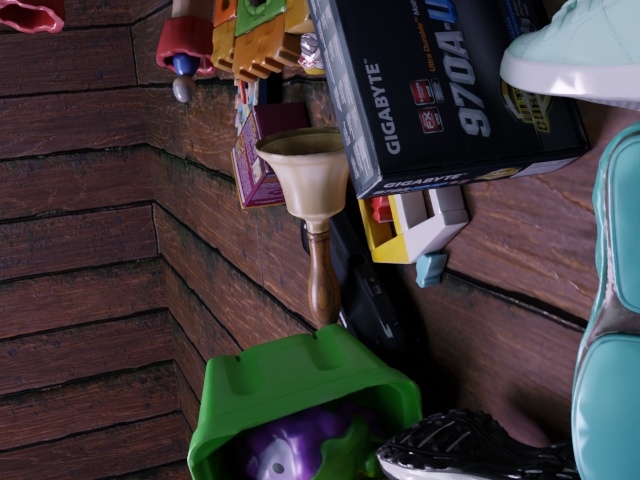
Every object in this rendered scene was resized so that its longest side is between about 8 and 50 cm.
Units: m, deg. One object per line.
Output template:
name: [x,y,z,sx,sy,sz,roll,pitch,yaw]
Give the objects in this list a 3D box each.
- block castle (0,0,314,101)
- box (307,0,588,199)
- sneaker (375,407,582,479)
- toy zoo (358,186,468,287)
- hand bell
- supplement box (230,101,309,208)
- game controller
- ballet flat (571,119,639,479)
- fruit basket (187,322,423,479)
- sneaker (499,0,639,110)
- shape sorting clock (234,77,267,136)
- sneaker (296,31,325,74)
block castle: [-0.144,-0.308,0.823,0.453,0.302,0.213,-9,76,53]
box: [0.088,-0.150,0.584,0.051,0.175,0.220,137,122,-66]
sneaker: [0.149,0.211,0.625,0.271,0.100,0.108,4,113,51]
toy zoo: [0.082,-0.093,0.840,0.192,0.030,0.294,147,113,-69]
hand bell: [0.000,0.000,0.897,0.126,0.126,0.242,-140,41,-61]
supplement box: [-0.076,-0.127,1.188,0.188,0.080,0.104,139,120,-68]
game controller: [0.042,0.055,0.999,0.167,0.067,0.319,82,167,-51]
ballet flat: [0.210,0.045,0.478,0.083,0.087,0.248,11,109,36]
fruit basket: [0.029,0.318,0.835,0.392,0.282,0.392,165,90,-81]
sneaker: [0.193,-0.151,0.438,0.256,0.094,0.151,-144,60,-72]
shape sorting clock: [-0.122,-0.261,1.278,0.206,0.040,0.206,-177,90,-72]
sneaker: [-0.043,-0.281,1.020,0.225,0.088,0.093,-128,33,-54]
